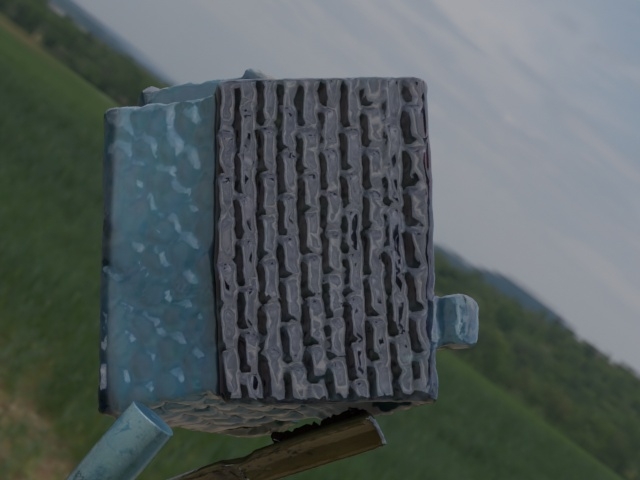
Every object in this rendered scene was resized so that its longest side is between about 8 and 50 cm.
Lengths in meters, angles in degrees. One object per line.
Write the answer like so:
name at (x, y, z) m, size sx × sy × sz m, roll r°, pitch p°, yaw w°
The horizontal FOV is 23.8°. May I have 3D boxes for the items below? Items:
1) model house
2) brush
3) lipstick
model house at (0.000, 0.000, 1.481) m, size 0.339 × 0.360 × 0.297 m, roll -9°, pitch -17°, yaw 32°
brush at (-0.057, 0.210, 1.445) m, size 0.043 × 0.248 × 0.036 m, roll 62°, pitch 17°, yaw -22°
lipstick at (-0.197, 0.213, 1.326) m, size 0.048 × 0.158 × 0.048 m, roll 41°, pitch 1°, yaw -1°
